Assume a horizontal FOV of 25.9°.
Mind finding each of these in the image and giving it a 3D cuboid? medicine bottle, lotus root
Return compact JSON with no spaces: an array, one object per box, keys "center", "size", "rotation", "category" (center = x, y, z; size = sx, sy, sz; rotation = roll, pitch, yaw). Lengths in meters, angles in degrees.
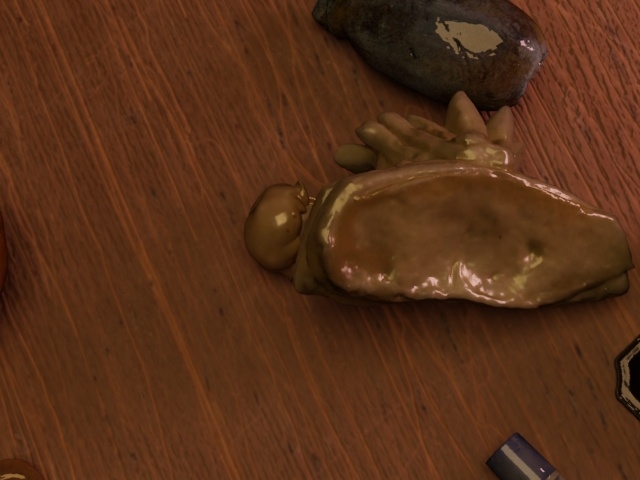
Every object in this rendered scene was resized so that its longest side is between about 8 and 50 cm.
[{"center":[0.297,0.330,1.662],"size":[0.059,0.059,0.231],"rotation":[-42,75,-11],"category":"medicine bottle"},{"center":[0.137,-0.275,1.831],"size":[0.322,0.140,0.158],"rotation":[21,74,12],"category":"lotus root"}]

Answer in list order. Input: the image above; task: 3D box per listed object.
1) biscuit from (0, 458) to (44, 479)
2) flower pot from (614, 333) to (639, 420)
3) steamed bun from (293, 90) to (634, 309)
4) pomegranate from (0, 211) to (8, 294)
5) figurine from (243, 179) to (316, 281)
[{"center":[-0.505,0.372,1.670],"size":[0.376,0.051,0.269],"rotation":[-19,62,-9],"category":"biscuit"},{"center":[0.490,0.186,1.688],"size":[0.179,0.084,0.251],"rotation":[-42,74,-11],"category":"flower pot"},{"center":[0.163,-0.049,1.711],"size":[0.428,0.189,0.247],"rotation":[-1,106,-17],"category":"steamed bun"},{"center":[-0.503,0.019,1.723],"size":[0.248,0.248,0.248],"rotation":[-1,72,3],"category":"pomegranate"},{"center":[0.000,0.000,1.771],"size":[0.196,0.114,0.108],"rotation":[17,50,-3],"category":"figurine"}]
